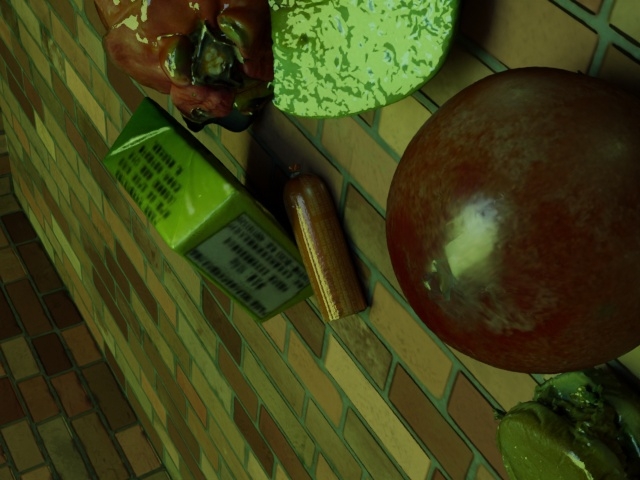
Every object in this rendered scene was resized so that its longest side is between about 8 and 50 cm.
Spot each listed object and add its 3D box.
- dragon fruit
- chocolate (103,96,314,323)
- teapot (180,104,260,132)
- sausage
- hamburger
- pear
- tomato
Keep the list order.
[{"bbox_3d":[-0.119,-0.277,1.096,0.226,0.305,0.305,55,150,15],"label":"dragon fruit"},{"bbox_3d":[-0.166,-0.037,1.361,0.289,0.137,0.301,45,179,39],"label":"chocolate"},{"bbox_3d":[-0.149,-0.225,1.368,0.165,0.119,0.130,20,125,56],"label":"teapot"},{"bbox_3d":[0.000,0.000,1.287,0.071,0.071,0.234,-18,91,63],"label":"sausage"},{"bbox_3d":[0.274,0.238,0.873,0.215,0.122,0.189,63,159,7],"label":"hamburger"},{"bbox_3d":[0.065,-0.273,0.933,0.239,0.139,0.288,17,119,40],"label":"pear"},{"bbox_3d":[0.178,-0.010,0.753,0.265,0.265,0.265,40,140,45],"label":"tomato"}]
